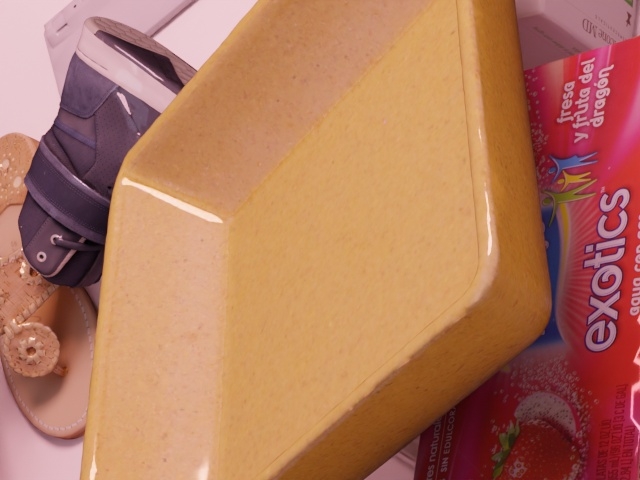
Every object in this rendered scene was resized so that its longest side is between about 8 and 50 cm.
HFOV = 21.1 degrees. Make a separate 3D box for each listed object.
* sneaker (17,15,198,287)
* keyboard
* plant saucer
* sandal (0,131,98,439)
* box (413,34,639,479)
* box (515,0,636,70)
[{"bbox_3d":[-0.099,-0.020,1.090,0.226,0.086,0.163,37,107,33],"label":"sneaker"},{"bbox_3d":[-0.100,-0.194,1.201,0.256,0.014,0.072,-36,60,24],"label":"keyboard"},{"bbox_3d":[0.000,0.000,0.842,0.333,0.081,0.333,-45,31,38],"label":"plant saucer"},{"bbox_3d":[-0.215,0.023,1.165,0.088,0.079,0.240,-32,56,26],"label":"sandal"},{"bbox_3d":[0.138,0.047,0.805,0.122,0.128,0.257,-14,54,38],"label":"box"},{"bbox_3d":[0.109,-0.140,0.949,0.102,0.101,0.087,-2,73,38],"label":"box"}]
